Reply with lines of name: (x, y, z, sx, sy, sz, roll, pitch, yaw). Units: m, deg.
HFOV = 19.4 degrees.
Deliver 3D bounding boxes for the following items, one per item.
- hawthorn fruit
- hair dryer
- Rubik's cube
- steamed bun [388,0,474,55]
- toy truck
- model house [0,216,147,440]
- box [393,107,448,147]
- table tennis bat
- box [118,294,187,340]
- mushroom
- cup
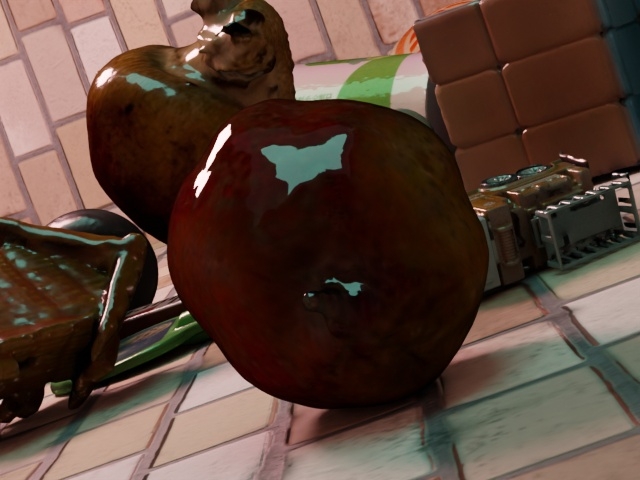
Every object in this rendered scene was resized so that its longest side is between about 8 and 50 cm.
hawthorn fruit: (0.003, 0.016, 1.172, 0.208, 0.208, 0.248, -19, 16, 6)
hair dryer: (-0.346, 0.077, 2.076, 0.284, 0.156, 0.320, -22, 2, 9)
Rubik's cube: (0.269, -0.181, 2.075, 0.221, 0.225, 0.231, -16, 5, 31)
steamed bun: (0.200, -0.205, 2.399, 0.283, 0.177, 0.283, -15, 38, 12)
toy truck: (0.150, -0.003, 1.486, 0.177, 0.080, 0.115, -20, 14, -21)
model house: (-0.272, 0.089, 1.710, 0.229, 0.219, 0.199, -17, -39, -30)
box: (0.000, 0.000, 1.635, 0.243, 0.163, 0.135, -22, -4, -14)
table tennis bat: (-0.150, 0.095, 1.849, 0.257, 0.039, 0.160, -21, 7, 12)
box: (-0.140, 0.074, 2.022, 0.177, 0.036, 0.115, -19, 4, 11)
mushroom: (-0.062, -0.098, 1.900, 0.259, 0.345, 0.345, -57, -1, 9)
cup: (0.052, -0.107, 2.188, 0.274, 0.253, 0.253, -8, 10, 32)
